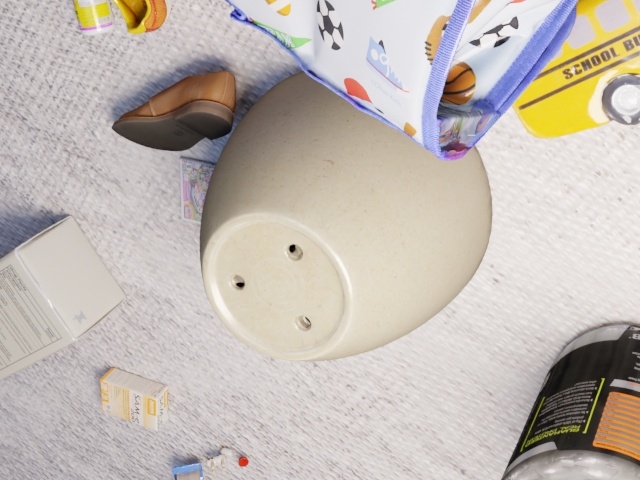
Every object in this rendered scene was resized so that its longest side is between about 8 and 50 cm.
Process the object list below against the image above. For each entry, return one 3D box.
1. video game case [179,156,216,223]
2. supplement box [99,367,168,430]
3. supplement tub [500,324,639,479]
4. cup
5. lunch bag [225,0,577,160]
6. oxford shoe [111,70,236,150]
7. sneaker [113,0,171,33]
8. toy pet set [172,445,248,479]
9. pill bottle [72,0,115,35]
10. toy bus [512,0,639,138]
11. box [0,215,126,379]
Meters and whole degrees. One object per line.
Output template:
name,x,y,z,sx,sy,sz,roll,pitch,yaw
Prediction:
video game case,-0.123,-0.054,1.284,0.122,0.011,0.087,14,120,20
supplement box,-0.275,0.234,1.491,0.098,0.036,0.062,15,121,19
supplement tub,0.295,0.248,1.025,0.207,0.338,0.207,12,120,22
cup,0.000,0.000,1.104,0.331,0.237,0.331,10,118,19
lunch bag,0.081,-0.308,0.876,0.328,0.239,0.386,40,120,29
oxford shoe,-0.174,-0.158,1.231,0.212,0.076,0.076,-6,153,42
sneaker,-0.234,-0.324,1.170,0.064,0.067,0.175,-24,101,36
toy pet set,-0.157,0.359,1.497,0.114,0.065,0.122,-9,118,-7
pill bottle,-0.278,-0.293,1.221,0.043,0.043,0.083,1,114,26
toy bus,0.330,-0.204,0.920,0.332,0.108,0.130,-25,100,34
box,-0.419,0.089,1.436,0.232,0.127,0.149,-26,101,34
